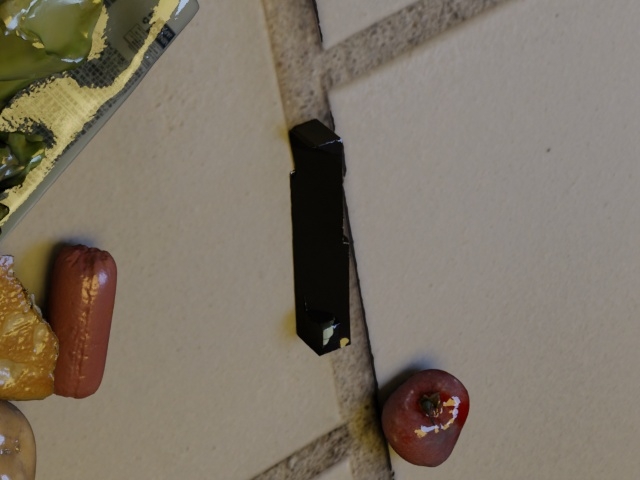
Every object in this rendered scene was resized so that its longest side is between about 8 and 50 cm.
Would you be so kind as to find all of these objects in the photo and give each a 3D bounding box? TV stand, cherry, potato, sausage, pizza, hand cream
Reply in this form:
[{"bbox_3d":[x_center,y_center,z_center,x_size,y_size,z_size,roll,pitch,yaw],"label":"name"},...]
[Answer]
[{"bbox_3d":[0.000,0.000,1.790,0.040,0.049,0.256,-20,129,-25],"label":"TV stand"},{"bbox_3d":[0.115,0.203,1.986,0.106,0.087,0.126,-19,147,-35],"label":"cherry"},{"bbox_3d":[-0.320,0.217,1.648,0.112,0.112,0.147,-9,116,-33],"label":"potato"},{"bbox_3d":[-0.228,0.076,1.654,0.062,0.062,0.154,-8,122,-34],"label":"sausage"},{"bbox_3d":[-0.316,0.061,1.578,0.127,0.058,0.246,-43,130,-2],"label":"pizza"},{"bbox_3d":[-0.220,-0.137,1.506,0.341,0.078,0.124,-46,113,-4],"label":"hand cream"}]

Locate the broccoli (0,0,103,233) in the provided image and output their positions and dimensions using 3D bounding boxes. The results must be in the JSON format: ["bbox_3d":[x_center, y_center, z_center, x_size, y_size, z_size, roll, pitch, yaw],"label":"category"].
[{"bbox_3d":[-0.281,-0.158,1.290,0.348,0.280,0.293,-45,127,-34],"label":"broccoli"}]
